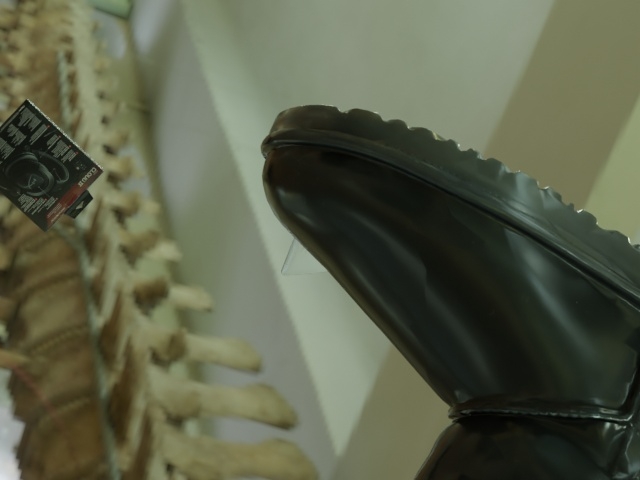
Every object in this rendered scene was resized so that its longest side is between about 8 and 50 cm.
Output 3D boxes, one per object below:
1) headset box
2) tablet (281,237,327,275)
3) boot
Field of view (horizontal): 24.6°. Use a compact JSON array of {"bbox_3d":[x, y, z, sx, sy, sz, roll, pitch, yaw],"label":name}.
[{"bbox_3d":[-0.200,-0.051,1.049,0.062,0.083,0.032,-47,-169,-1],"label":"headset box"},{"bbox_3d":[0.000,0.000,1.280,0.006,0.054,0.083,64,-33,36],"label":"tablet"},{"bbox_3d":[0.048,0.183,0.870,0.445,0.367,0.146,-64,180,-14],"label":"boot"}]
